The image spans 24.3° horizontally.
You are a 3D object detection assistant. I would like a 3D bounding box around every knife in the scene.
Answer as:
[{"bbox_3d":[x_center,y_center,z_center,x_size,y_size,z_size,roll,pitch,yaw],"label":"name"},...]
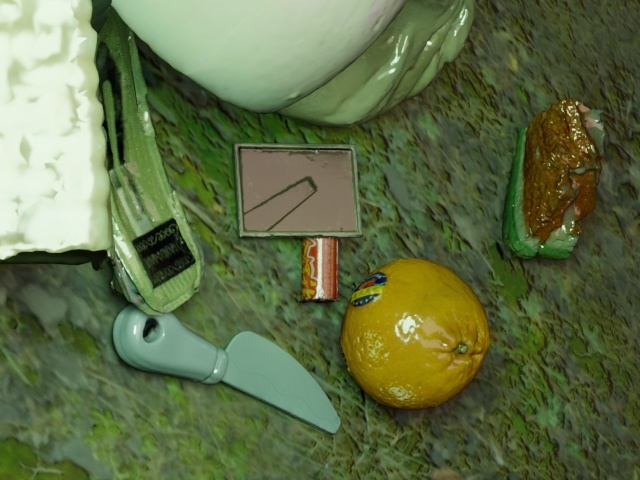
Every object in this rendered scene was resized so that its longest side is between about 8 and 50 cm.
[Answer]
[{"bbox_3d":[-0.089,0.135,1.620,0.331,0.044,0.080,25,65,-41],"label":"knife"}]

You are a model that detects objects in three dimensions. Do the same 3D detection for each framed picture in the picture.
[{"bbox_3d":[-0.025,-0.057,1.674,0.149,0.011,0.109,0,78,-20],"label":"framed picture"}]

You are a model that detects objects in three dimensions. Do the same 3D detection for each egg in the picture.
[{"bbox_3d":[-0.030,-0.343,1.337,0.354,0.340,0.354,43,21,-21],"label":"egg"}]

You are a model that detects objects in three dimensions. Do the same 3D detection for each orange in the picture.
[{"bbox_3d":[0.109,0.108,1.713,0.177,0.155,0.178,22,59,-41],"label":"orange"}]

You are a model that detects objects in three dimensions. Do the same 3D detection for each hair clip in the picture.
[{"bbox_3d":[-0.215,-0.082,1.507,0.138,0.091,0.321,-38,117,-60],"label":"hair clip"}]

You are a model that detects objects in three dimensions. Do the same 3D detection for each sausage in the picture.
[{"bbox_3d":[0.000,0.000,1.700,0.048,0.050,0.145,1,82,4],"label":"sausage"}]

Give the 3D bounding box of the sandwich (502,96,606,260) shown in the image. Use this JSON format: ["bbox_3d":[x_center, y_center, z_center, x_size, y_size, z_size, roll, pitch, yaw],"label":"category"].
[{"bbox_3d":[0.311,-0.074,1.899,0.109,0.160,0.185,17,65,-17],"label":"sandwich"}]

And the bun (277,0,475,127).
[{"bbox_3d":[0.042,-0.303,1.667,0.359,0.211,0.360,7,78,-39],"label":"bun"}]

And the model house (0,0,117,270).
[{"bbox_3d":[-0.377,-0.166,1.139,0.445,0.395,0.400,-2,91,-9],"label":"model house"}]
